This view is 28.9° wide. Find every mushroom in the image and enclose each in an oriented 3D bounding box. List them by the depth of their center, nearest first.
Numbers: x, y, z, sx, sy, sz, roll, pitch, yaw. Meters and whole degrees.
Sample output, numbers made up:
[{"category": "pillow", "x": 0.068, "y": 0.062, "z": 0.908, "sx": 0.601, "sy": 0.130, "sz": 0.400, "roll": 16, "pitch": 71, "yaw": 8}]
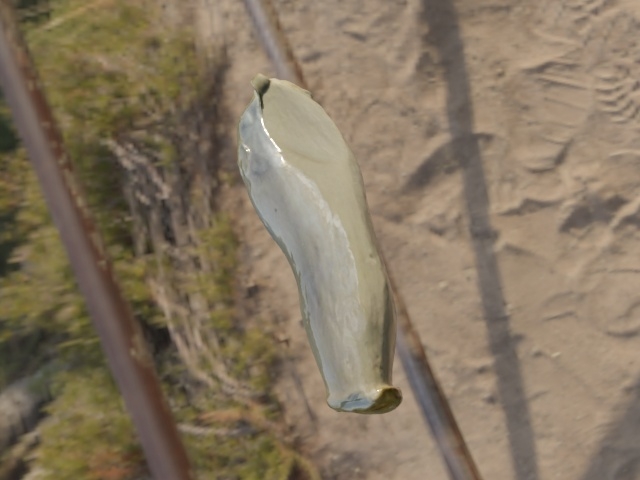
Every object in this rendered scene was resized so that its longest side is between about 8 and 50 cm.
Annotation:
[{"category": "mushroom", "x": 0.002, "y": 0.000, "z": 1.156, "sx": 0.109, "sy": 0.097, "sz": 0.351, "roll": -40, "pitch": 56, "yaw": 34}]
